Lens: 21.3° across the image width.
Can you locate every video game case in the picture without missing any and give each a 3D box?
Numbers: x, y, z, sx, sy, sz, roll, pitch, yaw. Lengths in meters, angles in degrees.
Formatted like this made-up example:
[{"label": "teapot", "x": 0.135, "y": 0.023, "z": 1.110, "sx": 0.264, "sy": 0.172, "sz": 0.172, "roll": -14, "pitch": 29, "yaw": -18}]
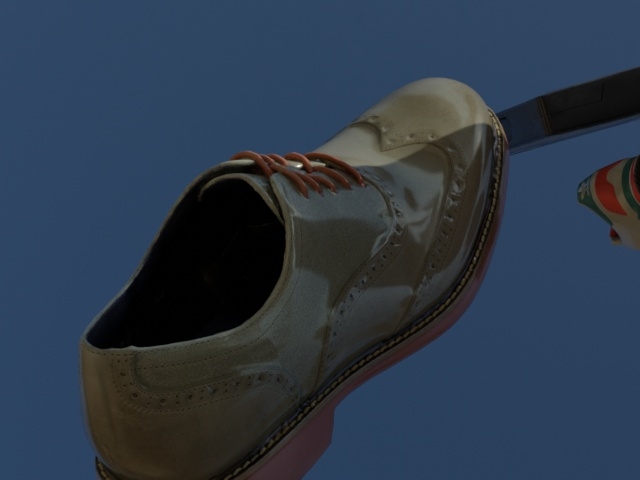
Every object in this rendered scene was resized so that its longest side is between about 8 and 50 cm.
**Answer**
[{"label": "video game case", "x": 0.246, "y": -0.112, "z": 1.288, "sx": 0.248, "sy": 0.275, "sz": 0.035, "roll": 166, "pitch": -92, "yaw": -76}]

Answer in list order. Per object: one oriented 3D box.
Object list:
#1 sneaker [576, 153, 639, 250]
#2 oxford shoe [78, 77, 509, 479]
[{"label": "sneaker", "x": 0.241, "y": -0.013, "z": 1.154, "sx": 0.075, "sy": 0.161, "sz": 0.057, "roll": -13, "pitch": -122, "yaw": 48}, {"label": "oxford shoe", "x": 0.000, "y": 0.000, "z": 1.006, "sx": 0.140, "sy": 0.397, "sz": 0.146, "roll": 11, "pitch": -48, "yaw": 28}]
